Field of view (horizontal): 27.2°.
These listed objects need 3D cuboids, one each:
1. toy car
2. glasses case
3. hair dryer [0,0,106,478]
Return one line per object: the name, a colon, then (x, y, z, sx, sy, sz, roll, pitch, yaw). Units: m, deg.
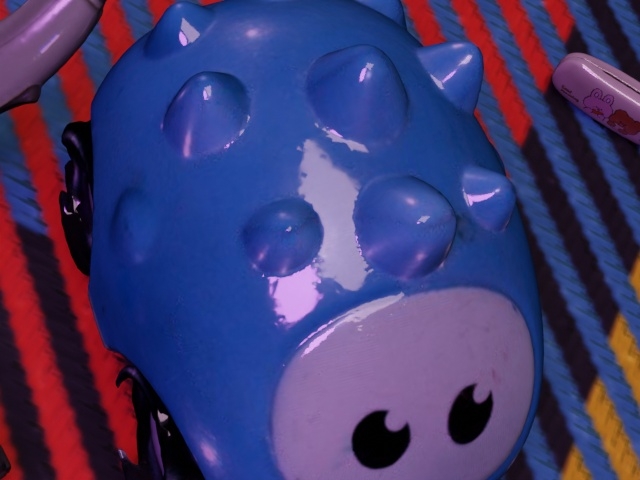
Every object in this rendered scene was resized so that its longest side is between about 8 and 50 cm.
toy car: (0.000, 0.000, 0.565, 0.188, 0.190, 0.255, -9, 68, -23)
glasses case: (0.170, -0.077, 0.747, 0.083, 0.032, 0.021, 32, 62, -1)
hair dryer: (-0.154, 0.002, 0.549, 0.225, 0.088, 0.219, -13, 91, 11)
